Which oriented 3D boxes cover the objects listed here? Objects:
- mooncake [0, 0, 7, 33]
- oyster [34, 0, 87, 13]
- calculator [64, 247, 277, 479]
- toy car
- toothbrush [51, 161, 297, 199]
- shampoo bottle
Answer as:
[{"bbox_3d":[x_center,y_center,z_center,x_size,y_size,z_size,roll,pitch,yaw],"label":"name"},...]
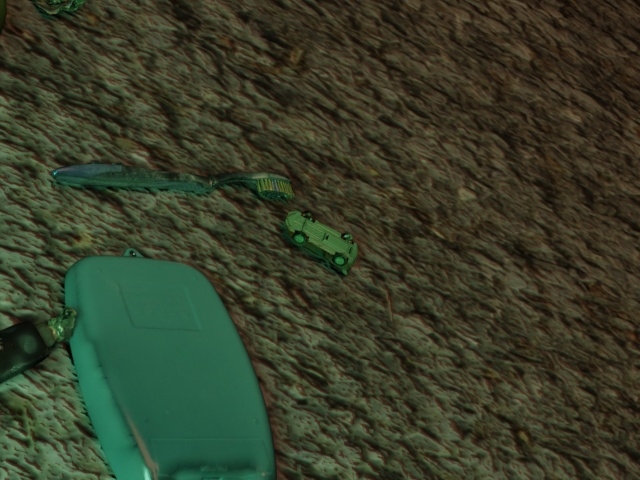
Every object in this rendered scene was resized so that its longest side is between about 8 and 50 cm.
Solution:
[{"bbox_3d":[-0.568,-0.285,1.804,0.378,0.378,0.201,40,43,-4],"label":"mooncake"},{"bbox_3d":[-0.382,-0.363,2.310,0.100,0.037,0.098,-21,50,-28],"label":"oyster"},{"bbox_3d":[-0.188,0.163,1.974,0.256,0.054,0.386,6,48,-38],"label":"calculator"},{"bbox_3d":[0.000,0.000,2.302,0.122,0.035,0.059,27,40,-7],"label":"toy car"},{"bbox_3d":[-0.197,-0.085,2.204,0.413,0.035,0.042,2,57,-40],"label":"toothbrush"},{"bbox_3d":[-0.366,0.131,1.833,0.208,0.063,0.057,-29,87,-51],"label":"shampoo bottle"}]
